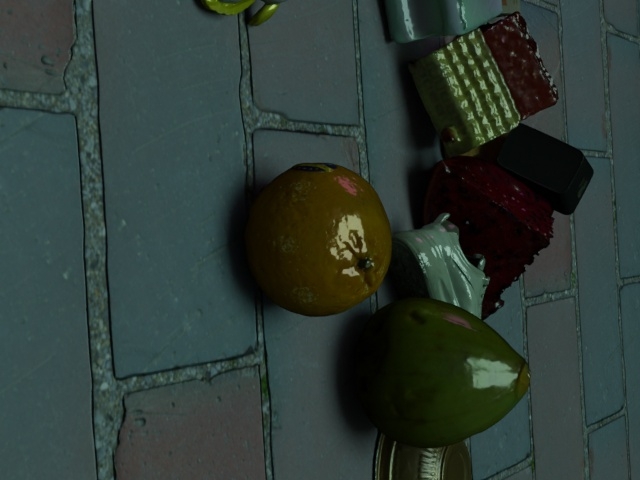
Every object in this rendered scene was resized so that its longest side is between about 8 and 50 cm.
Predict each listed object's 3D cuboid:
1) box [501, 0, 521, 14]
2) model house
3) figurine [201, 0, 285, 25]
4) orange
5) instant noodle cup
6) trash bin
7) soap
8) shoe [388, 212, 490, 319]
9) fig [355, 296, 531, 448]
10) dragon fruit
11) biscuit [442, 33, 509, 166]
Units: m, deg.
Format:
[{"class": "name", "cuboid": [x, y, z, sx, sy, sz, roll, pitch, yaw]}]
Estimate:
[{"class": "box", "cuboid": [0.332, -0.515, 2.390, 0.201, 0.058, 0.141, -14, 99, -58]}, {"class": "model house", "cuboid": [0.273, -0.272, 2.133, 0.254, 0.160, 0.196, -32, 98, -42]}, {"class": "figurine", "cuboid": [-0.101, -0.363, 1.633, 0.178, 0.109, 0.129, 6, 104, -56]}, {"class": "orange", "cuboid": [-0.001, -0.001, 1.669, 0.219, 0.193, 0.219, -45, 143, -51]}, {"class": "instant noodle cup", "cuboid": [0.191, 0.397, 2.036, 0.274, 0.091, 0.273, 7, 82, -59]}, {"class": "trash bin", "cuboid": [0.436, -0.145, 2.346, 0.115, 0.165, 0.225, -62, 165, 1]}, {"class": "soap", "cuboid": [0.189, -0.587, 2.069, 0.261, 0.156, 0.446, -35, 116, -55]}, {"class": "shoe", "cuboid": [0.229, 0.089, 2.054, 0.159, 0.124, 0.316, -40, 120, -26]}, {"class": "fig", "cuboid": [0.192, 0.203, 1.882, 0.239, 0.271, 0.239, -3, 90, -76]}, {"class": "dragon fruit", "cuboid": [0.344, -0.012, 2.190, 0.330, 0.240, 0.302, -20, 120, -51]}, {"class": "biscuit", "cuboid": [0.316, -0.274, 2.352, 0.269, 0.051, 0.376, 64, 38, -31]}]
